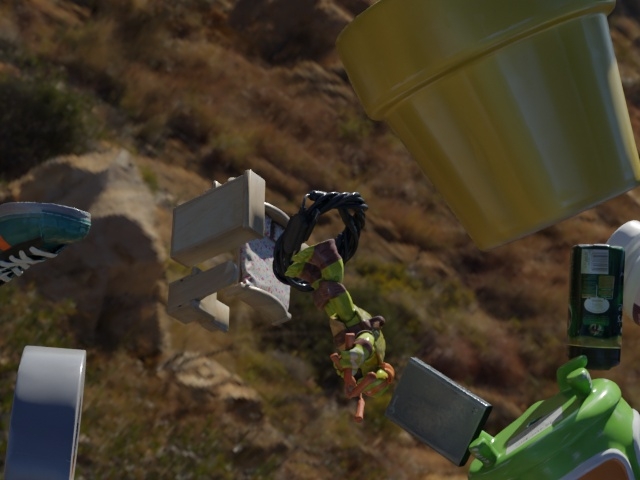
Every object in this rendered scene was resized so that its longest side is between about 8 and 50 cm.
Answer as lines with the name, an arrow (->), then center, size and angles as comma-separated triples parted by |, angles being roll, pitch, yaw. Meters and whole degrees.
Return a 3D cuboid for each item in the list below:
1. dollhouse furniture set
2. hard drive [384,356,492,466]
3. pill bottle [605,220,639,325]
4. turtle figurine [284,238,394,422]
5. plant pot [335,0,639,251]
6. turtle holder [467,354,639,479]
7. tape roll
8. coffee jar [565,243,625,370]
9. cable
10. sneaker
dollhouse furniture set -> -0.077, 0.048, 2.014 | 0.355, 0.174, 0.303 | 35, 43, -41
hard drive -> 0.159, 0.232, 1.566 | 0.135, 0.094, 0.022 | 31, 14, 34
pill bottle -> 0.593, 0.091, 1.830 | 0.169, 0.169, 0.301 | 4, 25, -49
turtle figurine -> 0.037, 0.109, 1.433 | 0.217, 0.087, 0.269 | 64, -4, 10
plant pot -> 0.174, -0.128, 1.067 | 0.254, 0.254, 0.239 | -21, 88, -59
turtle holder -> 0.323, 0.315, 1.553 | 0.243, 0.320, 0.227 | -34, 84, -19
tape roll -> -0.321, 0.234, 1.343 | 0.072, 0.219, 0.219 | 6, 36, -9
coffee jar -> 0.403, 0.099, 1.686 | 0.079, 0.184, 0.096 | 3, -2, 7
cable -> 0.000, 0.000, 1.769 | 0.151, 0.184, 0.047 | -10, 39, -39
sneaker -> -0.456, 0.019, 1.640 | 0.108, 0.302, 0.121 | 21, 64, -63
